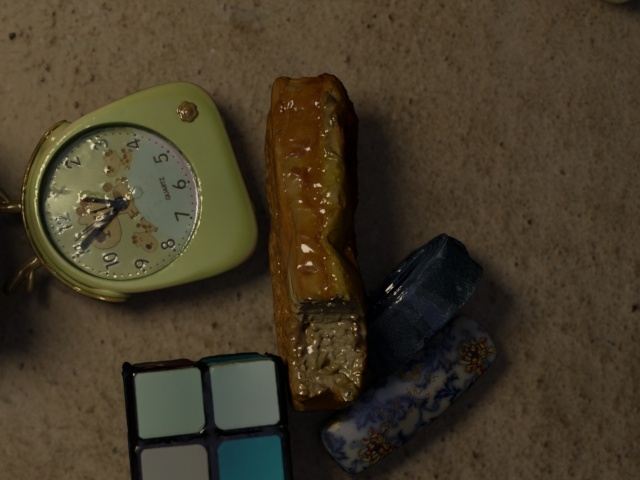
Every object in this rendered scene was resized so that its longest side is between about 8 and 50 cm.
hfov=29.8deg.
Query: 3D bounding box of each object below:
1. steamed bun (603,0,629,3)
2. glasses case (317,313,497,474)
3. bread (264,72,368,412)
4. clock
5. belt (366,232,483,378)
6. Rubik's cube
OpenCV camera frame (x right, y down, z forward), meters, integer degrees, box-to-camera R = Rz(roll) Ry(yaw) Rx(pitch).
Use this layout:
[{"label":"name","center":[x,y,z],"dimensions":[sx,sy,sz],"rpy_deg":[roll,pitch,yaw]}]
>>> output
[{"label":"steamed bun","center":[0.327,-0.551,1.444],"dimensions":[0.456,0.290,0.371],"rpy_deg":[45,82,-5]},{"label":"glasses case","center":[0.109,0.191,1.483],"dimensions":[0.248,0.065,0.087],"rpy_deg":[-39,96,-11]},{"label":"bread","center":[0.000,0.000,1.366],"dimensions":[0.109,0.185,0.380],"rpy_deg":[0,68,-10]},{"label":"clock","center":[-0.242,-0.042,1.417],"dimensions":[0.308,0.096,0.235],"rpy_deg":[-18,92,-10]},{"label":"belt","center":[0.109,0.073,1.449],"dimensions":[0.082,0.141,0.190],"rpy_deg":[43,92,-8]},{"label":"Rubik's cube","center":[-0.133,0.218,1.381],"dimensions":[0.180,0.183,0.167],"rpy_deg":[-4,89,-12]}]
